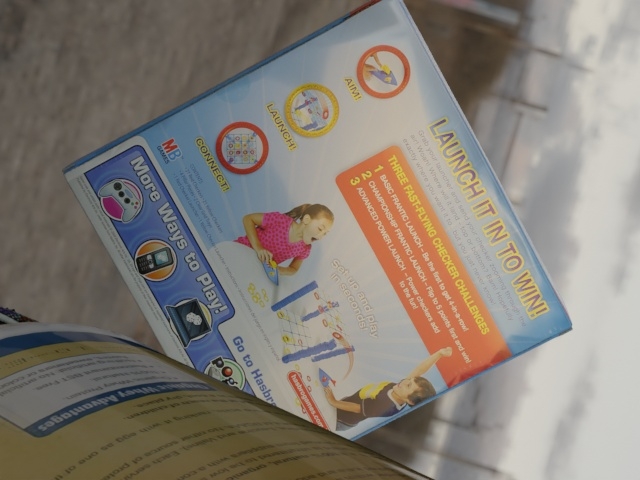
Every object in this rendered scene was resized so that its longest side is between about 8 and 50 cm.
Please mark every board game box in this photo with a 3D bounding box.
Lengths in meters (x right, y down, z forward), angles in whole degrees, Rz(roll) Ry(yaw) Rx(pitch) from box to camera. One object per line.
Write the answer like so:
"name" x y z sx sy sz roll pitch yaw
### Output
"board game box" 0.000 0.000 1.435 0.308 0.302 0.086 62 8 -8

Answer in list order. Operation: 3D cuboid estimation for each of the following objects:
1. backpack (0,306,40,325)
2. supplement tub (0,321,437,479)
"backpack" -0.144 0.175 0.996 0.225 0.253 0.191 -65 152 -4
"supplement tub" -0.022 0.106 0.358 0.144 0.199 0.144 -13 110 -38
